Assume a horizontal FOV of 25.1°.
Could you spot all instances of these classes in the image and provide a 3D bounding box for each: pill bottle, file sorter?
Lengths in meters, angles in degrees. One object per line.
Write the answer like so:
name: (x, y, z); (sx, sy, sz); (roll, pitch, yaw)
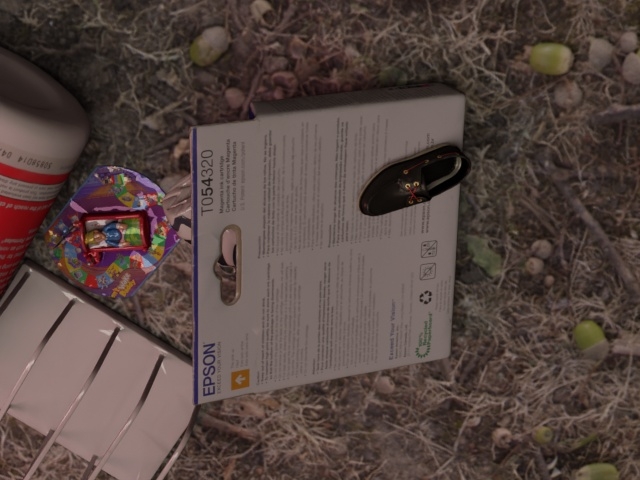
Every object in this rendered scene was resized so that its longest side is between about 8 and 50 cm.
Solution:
pill bottle: (-0.446, -0.014, 1.607); (0.229, 0.229, 0.408); (30, 105, -6)
file sorter: (-0.299, 0.197, 1.717); (0.277, 0.173, 0.193); (32, 110, -6)

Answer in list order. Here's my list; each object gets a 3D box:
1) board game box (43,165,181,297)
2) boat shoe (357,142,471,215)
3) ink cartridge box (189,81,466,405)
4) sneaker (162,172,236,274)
board game box: (-0.250, -0.003, 1.711); (0.133, 0.033, 0.169); (39, 110, -9)
boat shoe: (0.101, -0.063, 1.556); (0.133, 0.042, 0.049); (-27, 122, -14)
ink cartridge box: (0.000, 0.000, 1.591); (0.330, 0.071, 0.324); (-8, 113, -23)
sneaker: (-0.047, -0.047, 1.651); (0.235, 0.094, 0.153); (-38, 124, -4)
